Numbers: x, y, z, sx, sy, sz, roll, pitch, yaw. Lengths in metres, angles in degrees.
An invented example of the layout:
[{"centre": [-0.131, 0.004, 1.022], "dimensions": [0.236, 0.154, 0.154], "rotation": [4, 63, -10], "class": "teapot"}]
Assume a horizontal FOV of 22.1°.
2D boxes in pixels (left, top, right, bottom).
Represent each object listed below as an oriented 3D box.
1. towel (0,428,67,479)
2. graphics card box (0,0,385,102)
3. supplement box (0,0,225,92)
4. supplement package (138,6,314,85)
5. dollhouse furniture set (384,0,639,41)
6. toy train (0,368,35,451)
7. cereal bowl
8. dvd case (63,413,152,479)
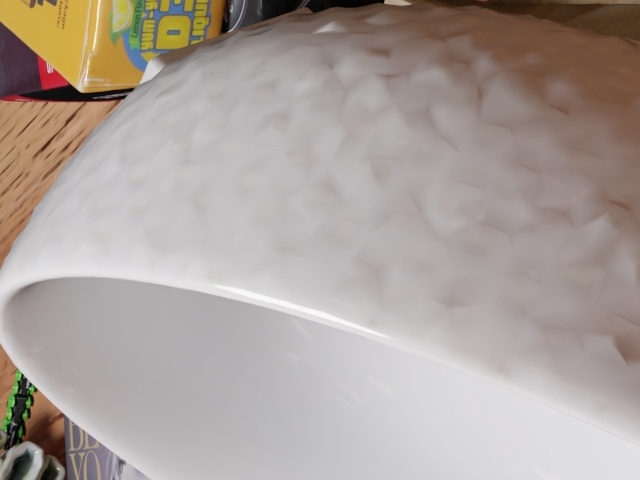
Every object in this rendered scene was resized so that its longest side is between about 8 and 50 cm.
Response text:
[{"centre": [-0.320, 0.335, 1.182], "dimensions": [0.374, 0.090, 0.321], "rotation": [-40, 29, 43], "class": "towel"}, {"centre": [-0.087, -0.203, 0.943], "dimensions": [0.371, 0.094, 0.233], "rotation": [2, 93, 58], "class": "graphics card box"}, {"centre": [-0.132, -0.150, 0.856], "dimensions": [0.233, 0.080, 0.078], "rotation": [42, 128, 52], "class": "supplement box"}, {"centre": [0.000, 0.000, 0.725], "dimensions": [0.179, 0.105, 0.105], "rotation": [46, 133, 17], "class": "supplement package"}, {"centre": [-0.023, -0.184, 0.546], "dimensions": [0.362, 0.394, 0.257], "rotation": [35, 119, 54], "class": "dollhouse furniture set"}, {"centre": [-0.231, 0.125, 1.253], "dimensions": [0.024, 0.017, 0.083], "rotation": [-116, 39, -53], "class": "toy train"}, {"centre": [0.079, 0.040, 0.490], "dimensions": [0.339, 0.339, 0.141], "rotation": [-10, 50, 58], "class": "cereal bowl"}, {"centre": [-0.129, 0.183, 1.081], "dimensions": [0.164, 0.018, 0.221], "rotation": [-17, 75, 58], "class": "dvd case"}]
